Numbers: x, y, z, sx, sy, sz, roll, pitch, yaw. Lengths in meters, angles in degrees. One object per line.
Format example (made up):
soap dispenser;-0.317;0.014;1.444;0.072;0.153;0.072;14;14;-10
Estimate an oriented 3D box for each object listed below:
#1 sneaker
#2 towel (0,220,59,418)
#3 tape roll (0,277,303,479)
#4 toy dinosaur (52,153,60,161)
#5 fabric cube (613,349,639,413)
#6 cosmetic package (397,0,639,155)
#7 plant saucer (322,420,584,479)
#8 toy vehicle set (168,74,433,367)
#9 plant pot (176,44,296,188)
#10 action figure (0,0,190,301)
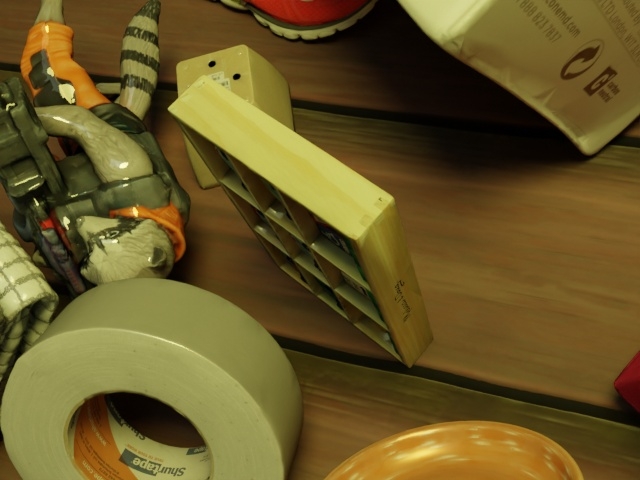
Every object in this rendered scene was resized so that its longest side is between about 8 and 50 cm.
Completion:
sneaker;-0.065;-0.303;0.821;0.279;0.118;0.107;21;74;22
towel;-0.364;0.063;0.629;0.235;0.121;0.283;45;122;11
tape roll;-0.126;0.140;0.583;0.219;0.219;0.072;-3;25;13
toy dinosaur;-0.307;-0.088;0.841;0.090;0.047;0.082;0;50;-23
fabric cube;0.380;0.068;0.442;0.259;0.258;0.254;-44;72;-8
cosmetic package;0.170;-0.341;0.609;0.327;0.329;0.393;-45;60;21
plant saucer;0.087;0.195;0.541;0.200;0.200;0.037;-14;105;8
toy vehicle set;0.000;0.000;0.584;0.166;0.267;0.035;36;78;26
plant pot;-0.090;-0.131;0.761;0.109;0.096;0.109;-13;63;8
action figure;-0.197;-0.101;0.658;0.179;0.341;0.330;-17;61;-8
